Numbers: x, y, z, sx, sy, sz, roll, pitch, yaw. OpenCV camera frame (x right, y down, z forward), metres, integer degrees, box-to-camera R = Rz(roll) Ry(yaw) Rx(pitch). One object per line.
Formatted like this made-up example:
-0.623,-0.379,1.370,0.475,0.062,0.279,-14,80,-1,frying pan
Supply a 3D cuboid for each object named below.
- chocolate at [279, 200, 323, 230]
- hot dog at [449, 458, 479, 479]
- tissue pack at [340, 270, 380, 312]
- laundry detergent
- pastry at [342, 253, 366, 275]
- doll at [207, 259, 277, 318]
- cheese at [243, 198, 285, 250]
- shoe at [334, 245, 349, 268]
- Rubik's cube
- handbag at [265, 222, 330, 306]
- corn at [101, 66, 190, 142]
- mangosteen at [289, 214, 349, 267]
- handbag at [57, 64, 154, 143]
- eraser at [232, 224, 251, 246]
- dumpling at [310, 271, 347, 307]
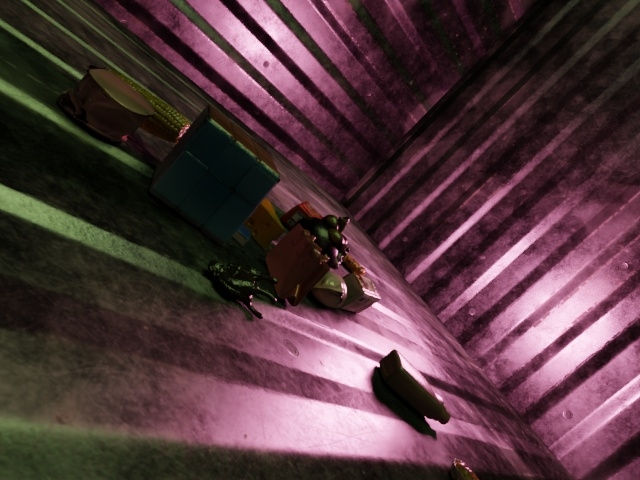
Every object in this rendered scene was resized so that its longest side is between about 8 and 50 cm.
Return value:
-0.034,-0.050,1.923,0.237,0.108,0.235,46,12,-1,chocolate
0.375,0.603,1.095,0.099,0.053,0.192,34,12,-32,hot dog
0.118,0.177,1.591,0.149,0.106,0.099,28,31,-59,tissue pack
0.275,0.420,1.357,0.237,0.076,0.171,43,10,-12,laundry detergent
0.145,0.112,2.129,0.140,0.056,0.080,40,2,10,pastry
-0.169,0.089,1.005,0.165,0.057,0.139,36,15,-17,doll
-0.177,-0.055,1.421,0.171,0.093,0.126,51,9,29,cheese
0.079,0.055,1.965,0.071,0.099,0.169,46,11,-9,shoe
-0.263,-0.170,1.169,0.225,0.231,0.221,38,11,-25,Rubik's cube
-0.062,0.059,1.235,0.059,0.157,0.212,38,12,-32,handbag
-0.486,-0.356,1.259,0.305,0.106,0.106,34,9,8,corn
0.000,0.000,1.512,0.194,0.231,0.194,59,-3,5,mangosteen
-0.508,-0.322,1.118,0.179,0.116,0.205,41,12,-18,handbag
-0.225,-0.024,1.295,0.063,0.027,0.084,43,10,-16,eraser
0.015,0.140,1.438,0.150,0.092,0.176,30,19,-1,dumpling
